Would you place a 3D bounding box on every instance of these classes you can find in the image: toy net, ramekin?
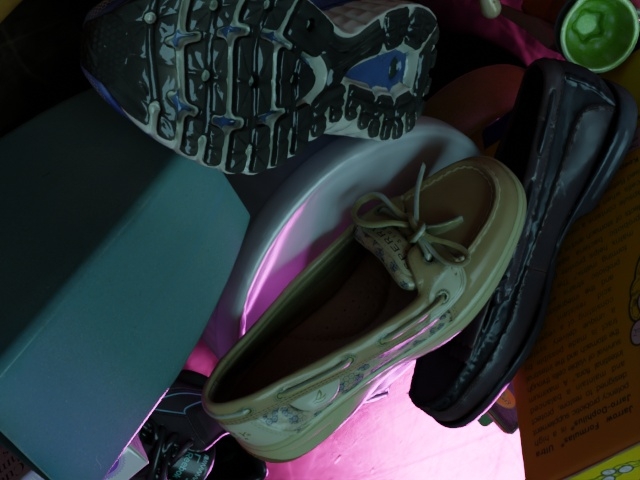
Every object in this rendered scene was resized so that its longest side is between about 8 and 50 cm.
[{"bbox_3d":[0.156,-0.222,1.311,0.232,0.045,0.122,21,108,-22],"label":"toy net"},{"bbox_3d":[0.000,0.000,1.349,0.273,0.127,0.273,-28,138,-30],"label":"ramekin"}]

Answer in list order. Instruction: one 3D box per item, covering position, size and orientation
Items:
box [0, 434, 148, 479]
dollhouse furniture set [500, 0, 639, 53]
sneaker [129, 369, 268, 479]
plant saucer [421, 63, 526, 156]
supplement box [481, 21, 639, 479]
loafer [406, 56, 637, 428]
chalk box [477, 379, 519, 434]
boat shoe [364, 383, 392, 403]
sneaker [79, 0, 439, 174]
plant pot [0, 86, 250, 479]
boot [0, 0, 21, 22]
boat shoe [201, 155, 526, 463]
[{"bbox_3d":[-0.272,0.231,1.239,0.324,0.067,0.063,-40,124,4],"label":"box"},{"bbox_3d":[0.289,-0.278,1.461,0.259,0.135,0.262,14,109,-39],"label":"dollhouse furniture set"},{"bbox_3d":[-0.141,0.142,1.335,0.267,0.106,0.101,17,109,-50],"label":"sneaker"},{"bbox_3d":[0.137,-0.044,1.535,0.241,0.037,0.241,-29,138,-30],"label":"plant saucer"},{"bbox_3d":[0.280,0.039,1.361,0.194,0.356,0.195,25,137,-35],"label":"supplement box"},{"bbox_3d":[0.135,-0.002,1.319,0.095,0.109,0.302,25,94,-34],"label":"loafer"},{"bbox_3d":[0.201,0.086,1.597,0.132,0.132,0.213,-18,152,-50],"label":"chalk box"},{"bbox_3d":[-0.005,0.126,1.488,0.227,0.079,0.081,-7,121,-48],"label":"boat shoe"},{"bbox_3d":[-0.057,-0.123,1.149,0.330,0.147,0.129,-5,108,-57],"label":"sneaker"},{"bbox_3d":[-0.171,0.023,1.161,0.234,0.165,0.165,-49,144,-15],"label":"plant pot"},{"bbox_3d":[-0.168,-0.196,1.044,0.295,0.104,0.211,19,111,-48],"label":"boot"},{"bbox_3d":[0.035,0.042,1.226,0.285,0.104,0.089,-47,145,-4],"label":"boat shoe"}]
